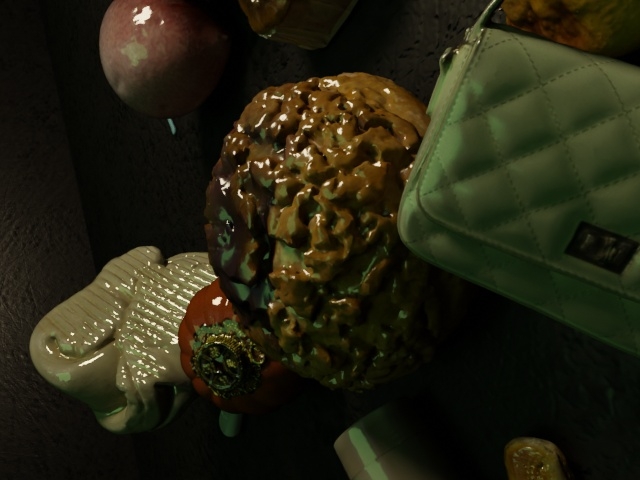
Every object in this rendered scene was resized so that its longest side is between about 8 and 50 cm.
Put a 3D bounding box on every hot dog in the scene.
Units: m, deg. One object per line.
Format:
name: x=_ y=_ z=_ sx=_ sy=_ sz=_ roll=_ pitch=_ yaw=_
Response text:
hot dog: x=0.216 y=0.282 z=0.436 sx=0.066 sy=0.047 sz=0.216 roll=-16 pitch=84 yaw=41

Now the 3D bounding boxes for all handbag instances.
handbag: x=0.185 y=-0.050 z=0.285 sx=0.256 sy=0.079 sz=0.219 roll=23 pitch=120 yaw=10

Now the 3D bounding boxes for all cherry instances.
cherry: x=-0.280 y=-0.342 z=0.870 sx=0.239 sy=0.206 sz=0.240 roll=-14 pitch=74 yaw=60

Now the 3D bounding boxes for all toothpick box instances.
toothpick box: x=0.104 y=0.280 z=0.542 sx=0.181 sy=0.111 sz=0.111 roll=55 pitch=138 yaw=30

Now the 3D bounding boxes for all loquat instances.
loquat: x=0.180 y=-0.182 z=0.323 sx=0.137 sy=0.112 sz=0.137 roll=47 pitch=144 yaw=50

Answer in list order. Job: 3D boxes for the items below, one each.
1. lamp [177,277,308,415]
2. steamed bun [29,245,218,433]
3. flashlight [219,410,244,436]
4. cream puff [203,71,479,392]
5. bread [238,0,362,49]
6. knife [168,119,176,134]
lamp: x=-0.110 y=0.157 z=0.750 sx=0.223 sy=0.196 sz=0.223 roll=2 pitch=98 yaw=17
steamed bun: x=-0.308 y=0.191 z=0.955 sx=0.342 sy=0.368 sz=0.255 roll=20 pitch=143 yaw=24
flashlight: x=-0.184 y=0.341 z=1.031 sx=0.093 sy=0.047 sz=0.201 roll=48 pitch=133 yaw=40
cream puff: x=0.000 y=0.000 z=0.524 sx=0.327 sy=0.231 sz=0.343 roll=61 pitch=141 yaw=21
bread: x=-0.036 y=-0.365 z=0.594 sx=0.192 sy=0.109 sz=0.210 roll=-37 pitch=67 yaw=51
knife: x=-0.364 y=-0.296 z=1.178 sx=0.027 sy=0.010 sz=0.096 roll=-45 pitch=63 yaw=49
